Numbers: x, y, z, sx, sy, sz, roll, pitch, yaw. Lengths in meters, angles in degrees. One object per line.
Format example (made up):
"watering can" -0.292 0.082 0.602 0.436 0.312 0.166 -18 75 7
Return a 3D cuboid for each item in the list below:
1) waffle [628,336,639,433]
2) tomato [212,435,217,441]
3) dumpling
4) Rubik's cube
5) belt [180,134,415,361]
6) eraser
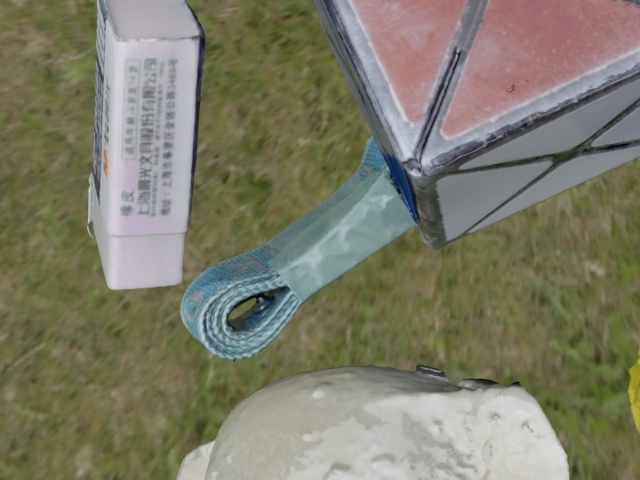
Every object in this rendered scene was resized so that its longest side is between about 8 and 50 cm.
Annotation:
"waffle" 0.223 0.149 0.635 0.060 0.262 0.280 -34 135 -9
"tomato" -0.013 0.251 1.428 0.184 0.208 0.208 -2 101 -6
"dumpling" 0.018 0.183 0.946 0.175 0.243 0.227 5 72 -15
"Rubik's cube" 0.140 -0.175 1.241 0.254 0.260 0.259 -24 76 1
"belt" 0.000 0.000 1.522 0.302 0.072 0.087 -39 108 -11
"eraser" -0.175 -0.102 1.571 0.086 0.130 0.287 -5 128 -18
